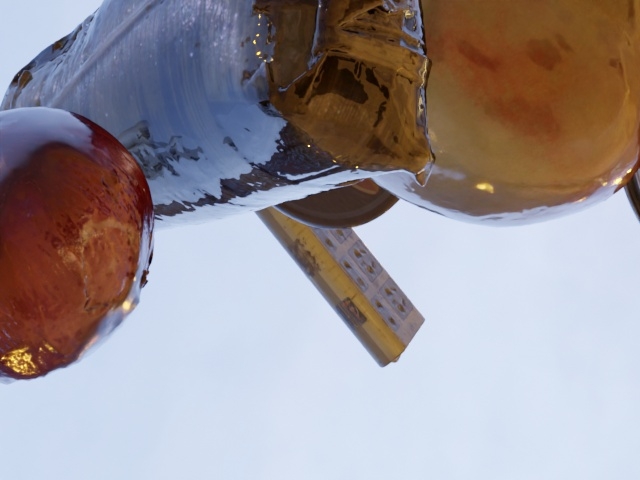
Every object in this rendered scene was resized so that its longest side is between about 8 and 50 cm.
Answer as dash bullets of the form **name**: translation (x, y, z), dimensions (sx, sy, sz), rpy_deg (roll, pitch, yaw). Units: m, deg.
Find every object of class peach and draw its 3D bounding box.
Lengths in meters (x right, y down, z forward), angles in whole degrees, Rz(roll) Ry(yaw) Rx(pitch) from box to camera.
- **peach**: translation (0.127, -0.147, 1.340), dimensions (0.292, 0.247, 0.292), rpy_deg (21, -127, -30)

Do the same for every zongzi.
- **zongzi**: translation (-0.052, -0.154, 1.037), dimensions (0.134, 0.286, 0.288), rpy_deg (18, -111, -41)

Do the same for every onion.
- **onion**: translation (-0.135, -0.001, 0.842), dimensions (0.131, 0.131, 0.131), rpy_deg (-8, -79, -43)

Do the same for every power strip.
- **power strip**: translation (0.000, 0.000, 1.756), dimensions (0.268, 0.034, 0.092), rpy_deg (51, -153, -4)

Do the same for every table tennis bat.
- **table tennis bat**: translation (-0.032, -0.098, 1.573), dimensions (0.027, 0.236, 0.150), rpy_deg (-54, -13, -67)

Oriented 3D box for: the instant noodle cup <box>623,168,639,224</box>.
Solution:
- **instant noodle cup**: translation (0.389, -0.086, 1.529), dimensions (0.302, 0.181, 0.258), rpy_deg (1, -96, -10)
